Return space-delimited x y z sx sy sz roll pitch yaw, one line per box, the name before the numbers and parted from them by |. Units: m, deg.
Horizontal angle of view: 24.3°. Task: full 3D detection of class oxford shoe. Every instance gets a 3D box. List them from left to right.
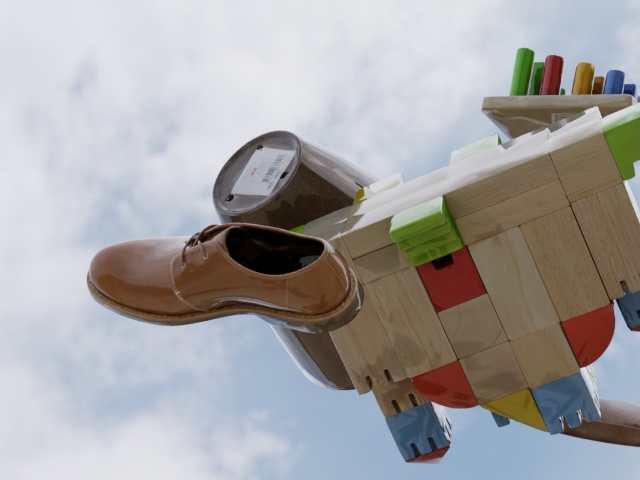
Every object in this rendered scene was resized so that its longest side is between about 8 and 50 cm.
oxford shoe | -0.077 0.014 1.056 0.212 0.076 0.076 0 -38 21

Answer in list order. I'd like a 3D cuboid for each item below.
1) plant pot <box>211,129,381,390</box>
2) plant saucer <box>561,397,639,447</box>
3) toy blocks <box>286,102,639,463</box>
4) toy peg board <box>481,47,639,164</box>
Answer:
plant pot | 0.000 0.000 1.506 0.215 0.215 0.230 -32 -52 12
plant saucer | 0.365 0.229 1.891 0.199 0.036 0.198 11 -14 3
toy blocks | 0.163 0.060 1.329 0.381 0.191 0.261 -22 -76 13
toy peg board | 0.277 -0.144 1.559 0.161 0.079 0.161 2 -17 31
